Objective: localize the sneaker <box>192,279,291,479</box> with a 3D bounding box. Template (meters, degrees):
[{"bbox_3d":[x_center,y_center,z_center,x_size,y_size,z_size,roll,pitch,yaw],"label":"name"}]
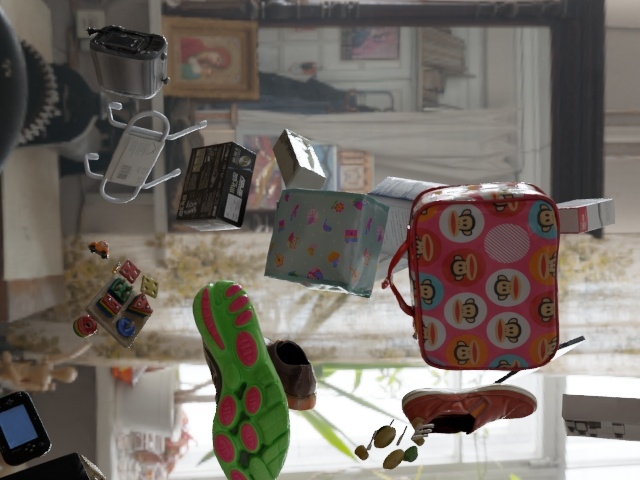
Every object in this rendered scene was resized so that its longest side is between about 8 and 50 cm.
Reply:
[{"bbox_3d":[-0.171,0.330,1.578,0.202,0.185,0.483,78,0,-70],"label":"sneaker"}]

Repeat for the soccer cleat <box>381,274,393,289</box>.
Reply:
[{"bbox_3d":[0.213,0.130,2.141,0.036,0.029,0.083,64,33,-29],"label":"soccer cleat"}]

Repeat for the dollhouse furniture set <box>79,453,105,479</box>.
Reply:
[{"bbox_3d":[-0.548,0.658,1.608,0.242,0.161,0.212,34,-24,32],"label":"dollhouse furniture set"}]

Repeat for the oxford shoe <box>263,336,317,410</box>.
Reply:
[{"bbox_3d":[-0.100,0.316,1.831,0.363,0.129,0.133,28,-64,58],"label":"oxford shoe"}]

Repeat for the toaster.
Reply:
[{"bbox_3d":[-0.513,-0.472,1.812,0.129,0.226,0.147,-73,172,-45],"label":"toaster"}]

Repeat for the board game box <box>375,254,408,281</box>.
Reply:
[{"bbox_3d":[0.099,0.030,1.958,0.224,0.303,0.098,-29,-122,38],"label":"board game box"}]

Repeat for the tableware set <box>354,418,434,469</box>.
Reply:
[{"bbox_3d":[0.126,0.361,1.202,0.024,0.154,0.104,42,-61,47],"label":"tableware set"}]

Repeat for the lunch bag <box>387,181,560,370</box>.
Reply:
[{"bbox_3d":[0.234,0.061,1.063,0.120,0.258,0.293,-76,163,-71],"label":"lunch bag"}]

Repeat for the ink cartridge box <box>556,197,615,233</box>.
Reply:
[{"bbox_3d":[0.530,-0.050,1.413,0.099,0.135,0.056,0,-80,55],"label":"ink cartridge box"}]

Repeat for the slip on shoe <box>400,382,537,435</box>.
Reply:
[{"bbox_3d":[0.351,0.401,1.577,0.101,0.331,0.123,-104,-159,-46],"label":"slip on shoe"}]

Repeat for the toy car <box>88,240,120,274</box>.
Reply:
[{"bbox_3d":[-0.564,0.038,1.785,0.122,0.060,0.041,90,24,-60],"label":"toy car"}]

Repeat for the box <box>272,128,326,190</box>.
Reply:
[{"bbox_3d":[-0.073,-0.254,2.249,0.094,0.113,0.275,-55,-149,23],"label":"box"}]

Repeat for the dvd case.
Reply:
[{"bbox_3d":[0.581,0.323,1.823,0.221,0.164,0.018,-52,-124,48],"label":"dvd case"}]

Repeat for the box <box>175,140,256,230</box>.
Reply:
[{"bbox_3d":[-0.235,-0.119,1.536,0.147,0.077,0.180,-3,-109,41],"label":"box"}]

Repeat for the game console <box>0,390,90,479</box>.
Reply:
[{"bbox_3d":[-0.678,0.488,1.547,0.361,0.213,0.044,44,-49,37],"label":"game console"}]

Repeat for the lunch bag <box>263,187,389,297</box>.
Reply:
[{"bbox_3d":[0.000,0.000,1.535,0.160,0.262,0.224,18,81,-57],"label":"lunch bag"}]

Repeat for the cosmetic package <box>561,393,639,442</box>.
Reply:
[{"bbox_3d":[0.618,0.363,1.376,0.099,0.238,0.061,57,39,-47],"label":"cosmetic package"}]

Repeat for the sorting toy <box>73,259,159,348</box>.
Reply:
[{"bbox_3d":[-0.449,0.151,1.583,0.132,0.046,0.275,50,33,-18],"label":"sorting toy"}]

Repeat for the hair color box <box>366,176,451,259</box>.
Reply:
[{"bbox_3d":[0.287,-0.035,1.612,0.105,0.347,0.174,-39,129,-38],"label":"hair color box"}]

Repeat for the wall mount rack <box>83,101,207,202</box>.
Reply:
[{"bbox_3d":[-0.494,-0.258,1.954,0.350,0.304,0.131,-51,-136,35],"label":"wall mount rack"}]
